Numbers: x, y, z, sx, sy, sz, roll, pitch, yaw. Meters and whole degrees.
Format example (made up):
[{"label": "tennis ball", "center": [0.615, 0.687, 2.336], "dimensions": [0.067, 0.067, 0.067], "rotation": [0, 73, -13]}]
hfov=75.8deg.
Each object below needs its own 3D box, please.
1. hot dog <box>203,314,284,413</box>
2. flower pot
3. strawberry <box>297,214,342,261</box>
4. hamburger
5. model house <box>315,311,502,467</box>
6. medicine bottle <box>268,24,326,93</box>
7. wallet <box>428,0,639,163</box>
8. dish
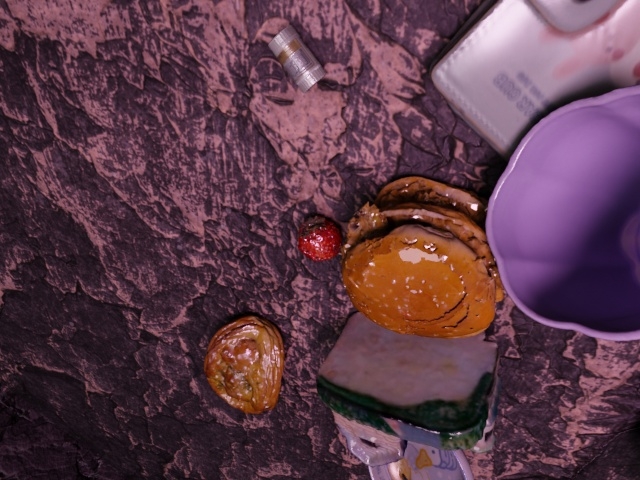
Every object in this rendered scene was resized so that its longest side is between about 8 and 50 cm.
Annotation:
[{"label": "hot dog", "center": [-0.173, 0.302, 0.979], "dimensions": [0.196, 0.122, 0.272], "rotation": [24, 129, 11]}, {"label": "flower pot", "center": [0.379, -0.018, 0.486], "dimensions": [0.243, 0.265, 0.265], "rotation": [6, 133, -28]}, {"label": "strawberry", "center": [0.000, 0.000, 0.749], "dimensions": [0.083, 0.083, 0.096], "rotation": [-14, 145, 26]}, {"label": "hamburger", "center": [0.148, 0.027, 0.639], "dimensions": [0.245, 0.211, 0.260], "rotation": [-28, 115, 37]}, {"label": "model house", "center": [0.182, 0.319, 0.798], "dimensions": [0.298, 0.243, 0.284], "rotation": [6, 129, 29]}, {"label": "medicine bottle", "center": [-0.033, -0.264, 0.601], "dimensions": [0.047, 0.047, 0.083], "rotation": [-30, 109, 32]}, {"label": "wallet", "center": [0.317, -0.253, 0.470], "dimensions": [0.252, 0.083, 0.360], "rotation": [38, 126, -14]}, {"label": "dish", "center": [0.255, 0.533, 0.974], "dimensions": [0.273, 0.133, 0.274], "rotation": [2, 92, 46]}]
